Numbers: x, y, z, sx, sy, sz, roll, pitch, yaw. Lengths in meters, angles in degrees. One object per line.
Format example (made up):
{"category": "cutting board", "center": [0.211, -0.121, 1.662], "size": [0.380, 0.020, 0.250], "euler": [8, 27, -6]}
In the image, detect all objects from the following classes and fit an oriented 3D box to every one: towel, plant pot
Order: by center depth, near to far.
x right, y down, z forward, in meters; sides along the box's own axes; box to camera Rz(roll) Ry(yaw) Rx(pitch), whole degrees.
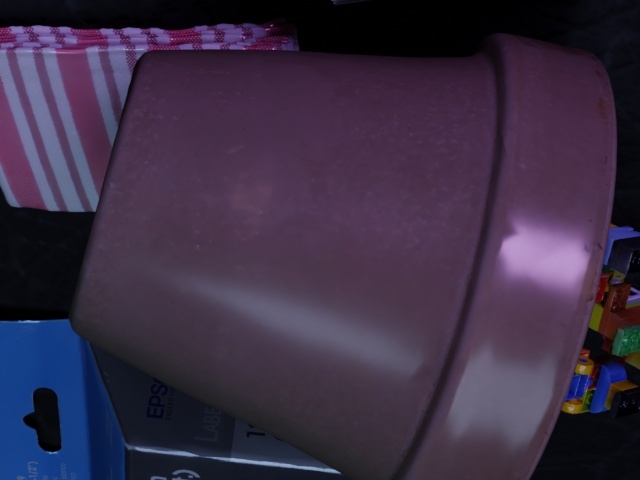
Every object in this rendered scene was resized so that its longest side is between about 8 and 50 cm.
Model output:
{"category": "plant pot", "center": [0.000, 0.000, 0.870], "size": [0.229, 0.263, 0.263], "euler": [16, 138, -8]}
{"category": "towel", "center": [-0.104, -0.070, 0.981], "size": [0.197, 0.029, 0.144], "euler": [1, 141, 7]}

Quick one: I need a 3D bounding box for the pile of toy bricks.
{"category": "pile of toy bricks", "center": [0.156, 0.035, 1.009], "size": [0.212, 0.105, 0.118], "euler": [-6, 116, -43]}

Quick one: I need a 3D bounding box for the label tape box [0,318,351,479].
{"category": "label tape box", "center": [-0.069, 0.180, 1.193], "size": [0.347, 0.115, 0.249], "euler": [5, 139, -1]}

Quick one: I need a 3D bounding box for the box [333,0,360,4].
{"category": "box", "center": [0.056, -0.206, 0.767], "size": [0.147, 0.077, 0.180], "euler": [-6, 137, 14]}
